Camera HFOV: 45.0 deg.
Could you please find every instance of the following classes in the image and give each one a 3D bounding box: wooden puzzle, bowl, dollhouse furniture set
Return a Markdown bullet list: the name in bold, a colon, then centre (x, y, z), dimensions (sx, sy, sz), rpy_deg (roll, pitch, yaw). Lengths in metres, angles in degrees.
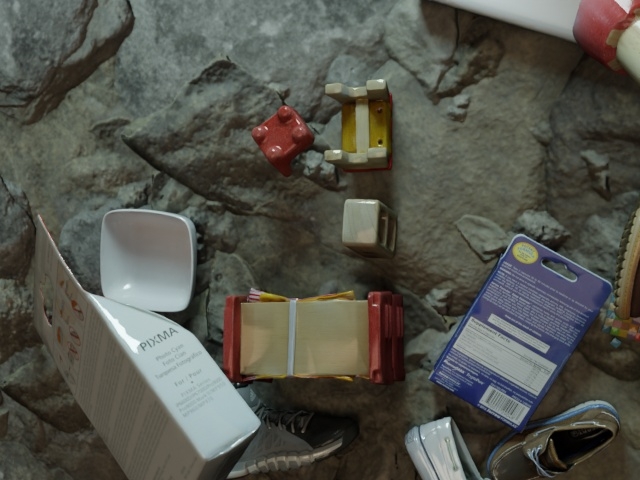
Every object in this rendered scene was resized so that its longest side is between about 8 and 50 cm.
- **wooden puzzle**: centre (0.378, 0.095, 0.951), dimensions (0.049, 0.006, 0.083), rpy_deg (14, 103, 13)
- **bowl**: centre (-0.235, 0.024, 1.089), dimensions (0.142, 0.053, 0.141), rpy_deg (6, 102, 16)
- **dollhouse furniture set**: centre (0.000, 0.000, 0.991), dimensions (0.201, 0.152, 0.373), rpy_deg (-1, 82, 17)

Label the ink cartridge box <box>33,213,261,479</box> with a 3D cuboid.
- **ink cartridge box**: centre (-0.257, 0.177, 1.045), dimensions (0.385, 0.091, 0.308), rpy_deg (51, 144, 18)

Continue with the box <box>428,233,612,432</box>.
- **box**: centre (0.251, 0.115, 0.975), dimensions (0.136, 0.036, 0.225), rpy_deg (30, 107, 8)

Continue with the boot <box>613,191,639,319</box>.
- **boot**: centre (0.456, -0.005, 0.864), dimensions (0.207, 0.090, 0.248), rpy_deg (16, 99, 14)

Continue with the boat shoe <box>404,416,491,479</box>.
- **boat shoe**: centre (0.194, 0.339, 1.007), dimensions (0.076, 0.083, 0.226), rpy_deg (-31, 90, 20)

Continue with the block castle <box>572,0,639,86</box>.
- **block castle**: centre (0.471, -0.261, 0.646), dimensions (0.454, 0.212, 0.303), rpy_deg (-3, 134, -11)

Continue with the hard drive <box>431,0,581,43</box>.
- **hard drive**: centre (0.290, -0.340, 0.880), dimensions (0.319, 0.040, 0.210), rpy_deg (20, 104, 11)

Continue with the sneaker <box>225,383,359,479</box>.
- **sneaker**: centre (-0.068, 0.246, 1.067), dimensions (0.229, 0.086, 0.132), rpy_deg (-19, 92, 19)

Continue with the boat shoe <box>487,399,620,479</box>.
- **boat shoe**: centre (0.289, 0.262, 0.975), dimensions (0.183, 0.066, 0.066), rpy_deg (-37, 88, 19)
